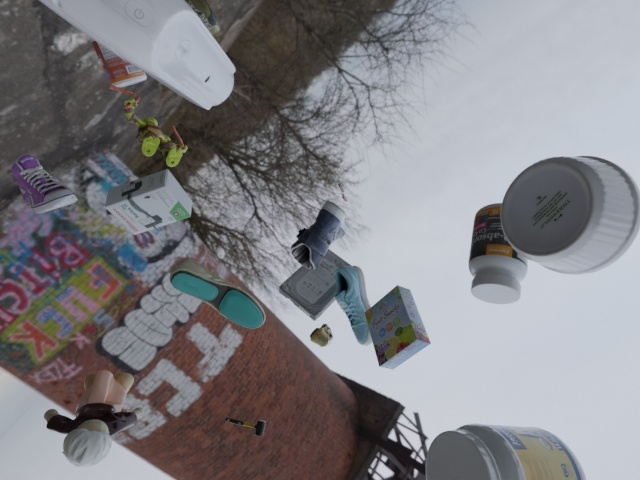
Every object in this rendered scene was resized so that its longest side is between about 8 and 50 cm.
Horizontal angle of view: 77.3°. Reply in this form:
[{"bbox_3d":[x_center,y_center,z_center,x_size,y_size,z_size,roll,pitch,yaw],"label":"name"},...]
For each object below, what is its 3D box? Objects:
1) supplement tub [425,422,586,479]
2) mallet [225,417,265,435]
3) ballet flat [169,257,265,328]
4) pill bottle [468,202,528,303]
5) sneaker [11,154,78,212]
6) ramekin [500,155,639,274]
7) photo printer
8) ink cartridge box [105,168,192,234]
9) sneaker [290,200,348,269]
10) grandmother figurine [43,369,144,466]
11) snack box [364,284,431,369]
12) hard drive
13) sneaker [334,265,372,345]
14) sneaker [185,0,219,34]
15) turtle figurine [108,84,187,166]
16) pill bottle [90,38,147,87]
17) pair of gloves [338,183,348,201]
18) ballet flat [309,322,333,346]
[{"bbox_3d":[0.276,0.355,0.601,0.144,0.200,0.144,-41,-139,50],"label":"supplement tub"},{"bbox_3d":[-0.334,0.820,1.763,0.190,0.039,0.062,-2,-108,15],"label":"mallet"},{"bbox_3d":[-0.236,0.122,0.952,0.086,0.249,0.086,-44,-157,24],"label":"ballet flat"},{"bbox_3d":[0.536,0.038,1.204,0.162,0.162,0.278,-15,-133,45],"label":"pill bottle"},{"bbox_3d":[-0.830,-0.170,1.176,0.282,0.160,0.102,6,-152,36],"label":"sneaker"},{"bbox_3d":[0.534,-0.063,0.893,0.273,0.127,0.272,-25,-119,59],"label":"ramekin"},{"bbox_3d":[-0.268,-0.315,0.564,0.107,0.256,0.307,-54,-177,6],"label":"photo printer"},{"bbox_3d":[-0.543,-0.119,1.275,0.209,0.153,0.086,-17,-130,8],"label":"ink cartridge box"},{"bbox_3d":[-0.002,-0.001,1.046,0.163,0.086,0.226,-57,168,-6],"label":"sneaker"},{"bbox_3d":[-0.530,0.409,0.941,0.208,0.103,0.342,-2,-175,-23],"label":"grandmother figurine"},{"bbox_3d":[0.240,0.278,1.286,0.174,0.070,0.207,-48,-146,31],"label":"snack box"},{"bbox_3d":[-0.003,0.199,1.953,0.339,0.237,0.064,-40,156,-31],"label":"hard drive"},{"bbox_3d":[0.130,0.288,1.775,0.135,0.150,0.365,-43,-129,48],"label":"sneaker"},{"bbox_3d":[-0.534,-0.783,1.443,0.411,0.158,0.182,23,-111,30],"label":"sneaker"},{"bbox_3d":[-0.482,-0.303,1.130,0.087,0.269,0.217,-40,-132,5],"label":"turtle figurine"},{"bbox_3d":[-0.676,-0.627,1.321,0.121,0.215,0.121,-14,-156,6],"label":"pill bottle"},{"bbox_3d":[0.102,-0.216,1.824,0.010,0.083,0.074,-22,168,15],"label":"pair of gloves"},{"bbox_3d":[0.010,0.359,1.481,0.080,0.073,0.232,-53,169,0],"label":"ballet flat"}]
